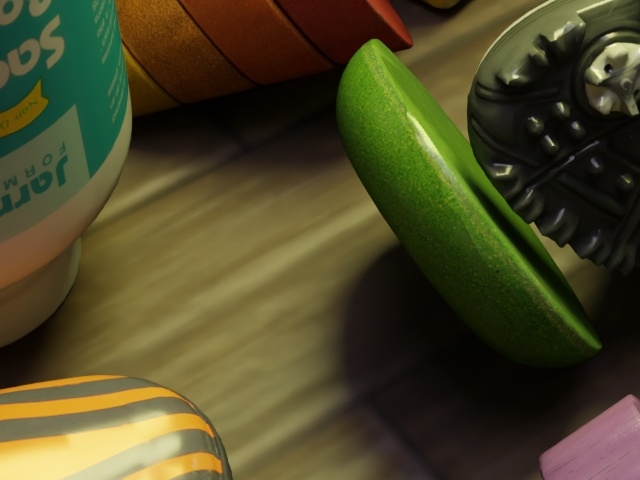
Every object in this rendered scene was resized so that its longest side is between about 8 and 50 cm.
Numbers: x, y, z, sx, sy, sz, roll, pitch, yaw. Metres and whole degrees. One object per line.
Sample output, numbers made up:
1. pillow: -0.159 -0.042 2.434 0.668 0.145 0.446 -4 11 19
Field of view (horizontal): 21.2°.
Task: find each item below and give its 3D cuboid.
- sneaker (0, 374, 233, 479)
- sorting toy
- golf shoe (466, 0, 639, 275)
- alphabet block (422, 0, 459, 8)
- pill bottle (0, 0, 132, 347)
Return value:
1. sneaker: -0.172 0.088 0.439 0.321 0.180 0.124 -23 52 -17
2. sorting toy: 0.000 0.000 0.587 0.126 0.127 0.365 -36 53 10
3. golf shoe: 0.138 -0.063 0.599 0.273 0.105 0.120 -11 34 -38
4. alphabet block: 0.045 -0.252 0.727 0.192 0.193 0.197 32 57 28
5. pill bottle: -0.137 -0.078 0.530 0.146 0.264 0.146 -2 49 2
